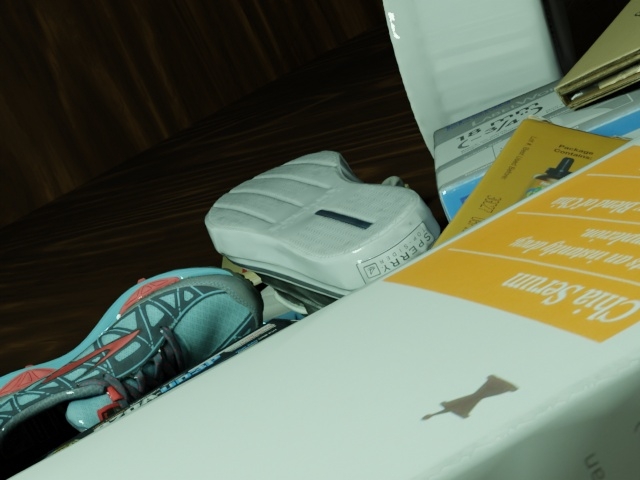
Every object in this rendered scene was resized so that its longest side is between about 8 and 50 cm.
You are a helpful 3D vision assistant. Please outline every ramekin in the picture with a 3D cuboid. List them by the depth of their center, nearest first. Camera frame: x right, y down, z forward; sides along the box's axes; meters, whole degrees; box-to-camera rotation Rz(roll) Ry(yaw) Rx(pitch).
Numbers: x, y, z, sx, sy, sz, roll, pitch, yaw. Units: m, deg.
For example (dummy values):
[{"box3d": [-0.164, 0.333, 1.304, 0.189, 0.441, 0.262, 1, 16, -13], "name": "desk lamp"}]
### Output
[{"box3d": [0.157, -0.204, 1.481, 0.135, 0.277, 0.277, -13, 14, 15], "name": "ramekin"}]

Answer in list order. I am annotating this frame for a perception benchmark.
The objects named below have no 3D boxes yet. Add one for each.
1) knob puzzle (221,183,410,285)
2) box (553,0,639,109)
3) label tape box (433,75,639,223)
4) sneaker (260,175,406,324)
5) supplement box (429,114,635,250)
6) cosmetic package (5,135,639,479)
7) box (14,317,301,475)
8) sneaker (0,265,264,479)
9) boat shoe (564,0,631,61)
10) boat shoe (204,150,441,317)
[{"box3d": [0.000, 0.000, 1.473, 0.213, 0.030, 0.213, -24, 10, 5], "name": "knob puzzle"}, {"box3d": [0.263, -0.165, 1.067, 0.164, 0.021, 0.201, -24, 13, 38], "name": "box"}, {"box3d": [0.209, -0.071, 1.158, 0.241, 0.106, 0.333, -23, 12, 8], "name": "label tape box"}, {"box3d": [0.003, 0.008, 1.297, 0.191, 0.083, 0.071, -31, 14, -21], "name": "sneaker"}, {"box3d": [0.110, 0.019, 0.888, 0.078, 0.080, 0.233, 16, 41, 21], "name": "supplement box"}, {"box3d": [0.013, 0.129, 0.516, 0.453, 0.161, 0.230, -28, 11, -14], "name": "cosmetic package"}, {"box3d": [-0.070, 0.123, 1.000, 0.220, 0.051, 0.175, -30, 12, -24], "name": "box"}, {"box3d": [-0.145, 0.120, 1.123, 0.262, 0.104, 0.125, -33, 23, -3], "name": "sneaker"}, {"box3d": [0.273, -0.235, 1.792, 0.285, 0.102, 0.092, -32, 17, -7], "name": "boat shoe"}, {"box3d": [0.006, 0.019, 1.145, 0.121, 0.119, 0.335, -31, 18, -10], "name": "boat shoe"}]
